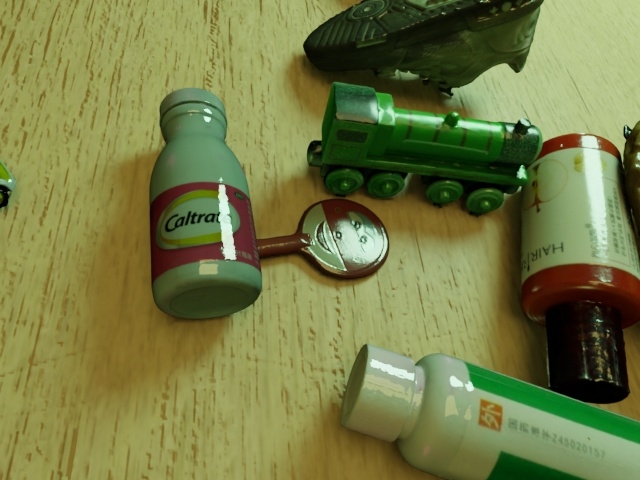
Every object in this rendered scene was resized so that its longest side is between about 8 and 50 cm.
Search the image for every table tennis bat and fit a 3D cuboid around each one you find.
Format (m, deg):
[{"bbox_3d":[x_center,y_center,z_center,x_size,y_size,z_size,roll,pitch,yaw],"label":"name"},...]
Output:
[{"bbox_3d":[0.000,0.000,0.459,0.155,0.019,0.097,-8,62,-20],"label":"table tennis bat"}]

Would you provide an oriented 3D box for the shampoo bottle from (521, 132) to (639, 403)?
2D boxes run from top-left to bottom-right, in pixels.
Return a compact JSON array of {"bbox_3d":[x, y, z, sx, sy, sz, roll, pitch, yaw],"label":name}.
[{"bbox_3d":[0.261,0.021,0.451,0.105,0.104,0.277,17,58,-2],"label":"shampoo bottle"}]

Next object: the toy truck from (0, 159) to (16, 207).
[{"bbox_3d":[-0.336,-0.054,0.377,0.111,0.076,0.076,-38,74,-28],"label":"toy truck"}]

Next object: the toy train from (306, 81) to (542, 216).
[{"bbox_3d":[0.113,-0.097,0.481,0.252,0.119,0.084,4,59,-9],"label":"toy train"}]

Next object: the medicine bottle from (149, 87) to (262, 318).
[{"bbox_3d":[-0.112,-0.042,0.413,0.091,0.090,0.216,-5,61,-15],"label":"medicine bottle"}]

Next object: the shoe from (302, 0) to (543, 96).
[{"bbox_3d":[0.135,-0.243,0.580,0.293,0.149,0.109,-9,53,19],"label":"shoe"}]

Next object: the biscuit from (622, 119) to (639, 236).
[{"bbox_3d":[0.430,-0.012,0.474,0.296,0.075,0.295,13,65,-29],"label":"biscuit"}]

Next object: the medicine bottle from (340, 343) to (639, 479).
[{"bbox_3d":[0.149,0.155,0.355,0.260,0.095,0.095,21,58,-1],"label":"medicine bottle"}]
